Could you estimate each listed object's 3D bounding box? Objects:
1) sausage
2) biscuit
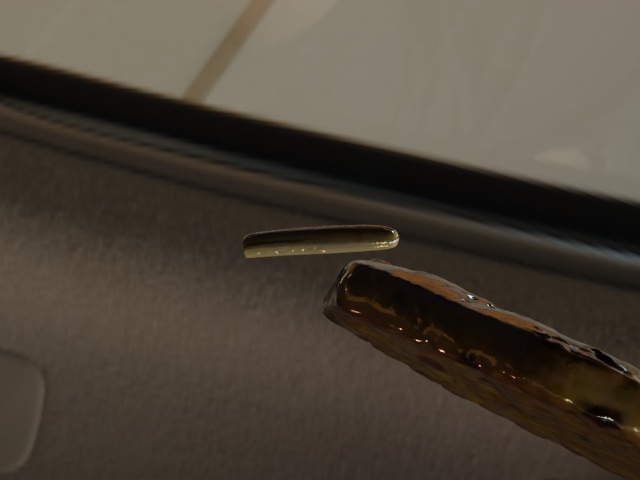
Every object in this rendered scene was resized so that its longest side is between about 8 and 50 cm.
[{"bbox_3d":[0.000,0.000,1.244,0.132,0.024,0.024,-4,-129,7],"label":"sausage"},{"bbox_3d":[0.160,0.099,0.854,0.359,0.359,0.046,26,-95,13],"label":"biscuit"}]
